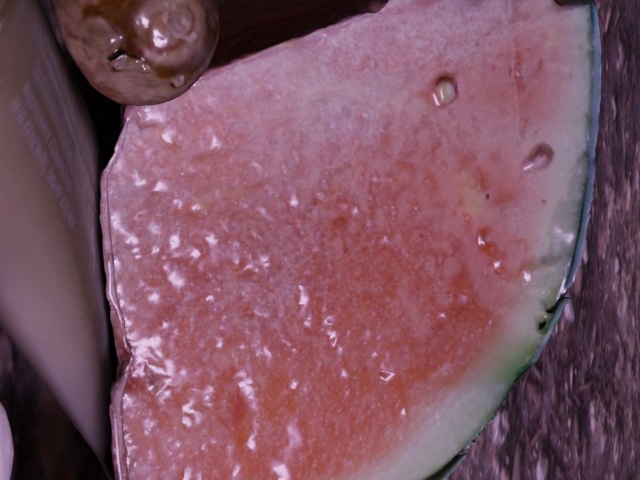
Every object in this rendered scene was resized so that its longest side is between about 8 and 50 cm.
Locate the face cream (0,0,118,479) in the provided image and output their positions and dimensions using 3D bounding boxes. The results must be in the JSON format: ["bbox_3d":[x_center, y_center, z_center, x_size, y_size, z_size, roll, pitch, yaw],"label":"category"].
[{"bbox_3d":[-0.130,-0.031,0.784,0.341,0.084,0.137,69,21,-55],"label":"face cream"}]

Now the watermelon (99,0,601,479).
[{"bbox_3d":[0.030,-0.007,0.915,0.319,0.222,0.292,-55,141,-69],"label":"watermelon"}]

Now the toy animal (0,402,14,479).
[{"bbox_3d":[-0.146,0.157,0.718,0.282,0.138,0.141,53,39,-47],"label":"toy animal"}]

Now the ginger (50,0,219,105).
[{"bbox_3d":[-0.075,-0.133,0.806,0.080,0.104,0.204,53,27,-30],"label":"ginger"}]
